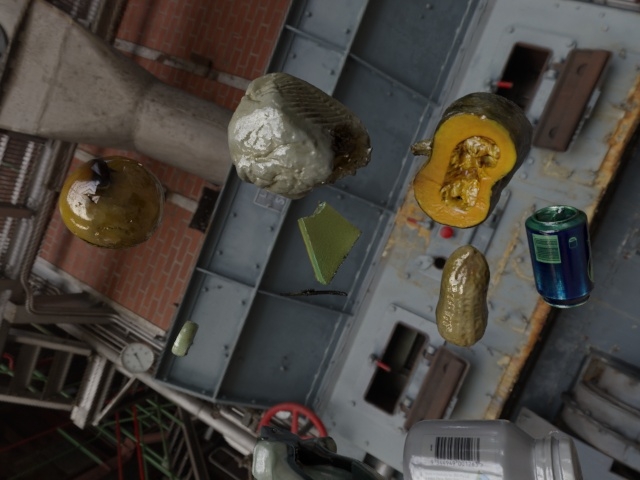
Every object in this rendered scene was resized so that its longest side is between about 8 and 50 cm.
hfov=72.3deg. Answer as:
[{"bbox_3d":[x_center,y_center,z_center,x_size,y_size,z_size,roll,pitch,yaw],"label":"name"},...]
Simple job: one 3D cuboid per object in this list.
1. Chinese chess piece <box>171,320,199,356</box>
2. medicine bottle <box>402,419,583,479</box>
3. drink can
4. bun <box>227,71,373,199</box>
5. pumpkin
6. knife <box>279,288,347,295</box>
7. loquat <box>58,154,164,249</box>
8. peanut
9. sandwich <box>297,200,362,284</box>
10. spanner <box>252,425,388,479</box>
[{"bbox_3d":[-0.313,0.228,1.018,0.084,0.034,0.084,-156,90,-84],"label":"Chinese chess piece"},{"bbox_3d":[0.237,0.320,0.605,0.135,0.215,0.135,29,-126,-51],"label":"medicine bottle"},{"bbox_3d":[0.508,0.035,0.929,0.118,0.118,0.204,-44,-57,-48],"label":"drink can"},{"bbox_3d":[-0.060,-0.192,0.871,0.205,0.281,0.281,-51,-10,29],"label":"bun"},{"bbox_3d":[0.338,-0.206,1.007,0.232,0.242,0.325,-54,-14,-35],"label":"pumpkin"},{"bbox_3d":[-0.024,0.168,1.416,0.045,0.222,0.021,-127,40,-73],"label":"knife"},{"bbox_3d":[-0.498,-0.089,1.064,0.235,0.235,0.235,-53,-23,-34],"label":"loquat"},{"bbox_3d":[0.307,0.118,0.942,0.120,0.110,0.236,-18,-65,-35],"label":"peanut"},{"bbox_3d":[0.000,0.000,1.530,0.245,0.212,0.063,-56,12,-26],"label":"sandwich"},{"bbox_3d":[-0.013,0.225,0.436,0.325,0.096,0.040,153,121,-66],"label":"spanner"}]
